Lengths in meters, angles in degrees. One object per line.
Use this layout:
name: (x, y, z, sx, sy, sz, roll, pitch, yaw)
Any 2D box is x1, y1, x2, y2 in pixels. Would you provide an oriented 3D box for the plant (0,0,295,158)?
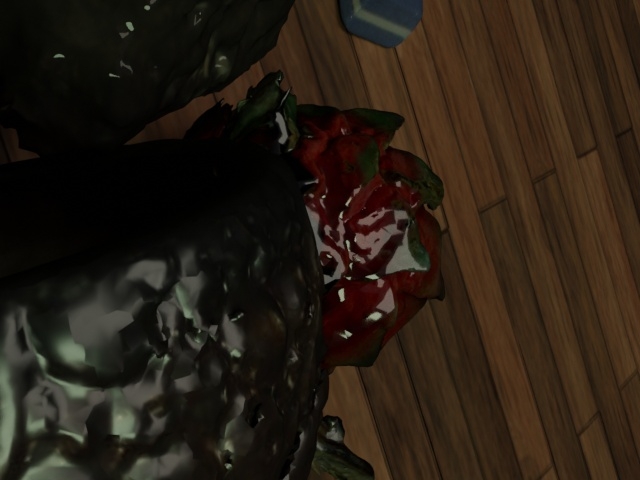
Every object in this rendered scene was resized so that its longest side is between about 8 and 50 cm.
plant: (-0.138, -0.156, 0.473, 0.213, 0.215, 0.312, -66, 164, 15)

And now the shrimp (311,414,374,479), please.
shrimp: (-0.065, 0.156, 0.655, 0.253, 0.058, 0.173, 26, 68, -43)

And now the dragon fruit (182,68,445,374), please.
dragon fruit: (-0.006, -0.002, 0.683, 0.189, 0.182, 0.182, 19, 64, -29)

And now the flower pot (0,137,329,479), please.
flower pot: (-0.114, 0.117, 0.444, 0.267, 0.267, 0.267, -30, 113, -52)

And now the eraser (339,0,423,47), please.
eraser: (0.044, -0.278, 0.939, 0.082, 0.036, 0.224, 11, 70, -53)
